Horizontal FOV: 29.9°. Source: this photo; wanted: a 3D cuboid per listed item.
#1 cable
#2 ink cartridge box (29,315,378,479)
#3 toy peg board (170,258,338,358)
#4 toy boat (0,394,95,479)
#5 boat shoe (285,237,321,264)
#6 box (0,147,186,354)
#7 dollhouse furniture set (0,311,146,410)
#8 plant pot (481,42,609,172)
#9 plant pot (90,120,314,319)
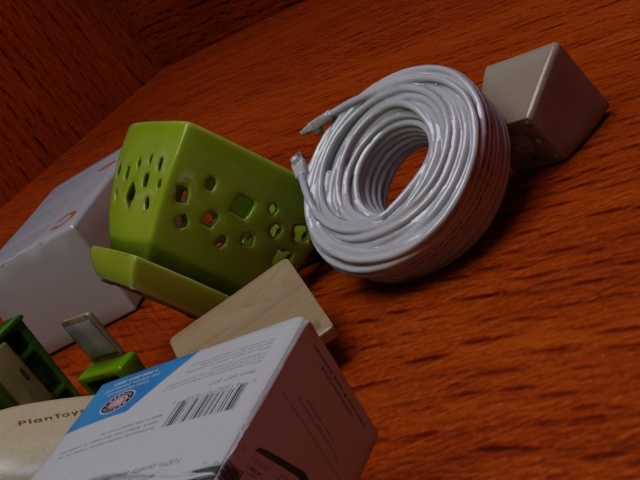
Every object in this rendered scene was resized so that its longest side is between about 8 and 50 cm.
[{"bbox_3d":[0.091,-0.071,1.333,0.257,0.089,0.257,-31,47,29],"label":"cable"},{"bbox_3d":[-0.116,0.214,0.861,0.223,0.129,0.307,-20,21,30],"label":"ink cartridge box"},{"bbox_3d":[-0.059,0.125,1.289,0.161,0.079,0.160,-36,32,-1],"label":"toy peg board"},{"bbox_3d":[-0.257,0.264,1.136,0.267,0.148,0.318,-7,18,-10],"label":"toy boat"},{"bbox_3d":[0.000,0.000,1.514,0.125,0.046,0.038,-21,22,44],"label":"boat shoe"},{"bbox_3d":[-0.377,0.006,1.974,0.215,0.168,0.345,-27,19,23],"label":"box"},{"bbox_3d":[-0.374,0.228,1.435,0.197,0.151,0.301,-18,25,42],"label":"dollhouse furniture set"},{"bbox_3d":[0.243,-0.140,1.357,0.109,0.109,0.096,-14,42,48],"label":"plant pot"},{"bbox_3d":[-0.147,-0.011,1.491,0.228,0.227,0.207,7,73,64],"label":"plant pot"}]
